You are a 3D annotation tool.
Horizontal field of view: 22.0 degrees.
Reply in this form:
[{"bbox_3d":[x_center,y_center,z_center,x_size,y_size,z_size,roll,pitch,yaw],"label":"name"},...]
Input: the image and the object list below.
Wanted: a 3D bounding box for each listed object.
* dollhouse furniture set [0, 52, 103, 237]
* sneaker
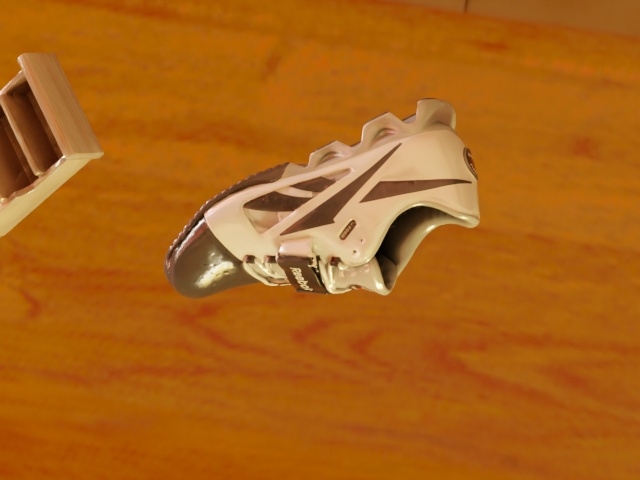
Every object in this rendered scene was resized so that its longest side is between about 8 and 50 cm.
[{"bbox_3d":[-0.338,-0.074,1.415,0.242,0.161,0.212,-8,66,-55],"label":"dollhouse furniture set"},{"bbox_3d":[0.000,0.000,1.575,0.330,0.122,0.146,-28,65,17],"label":"sneaker"}]
